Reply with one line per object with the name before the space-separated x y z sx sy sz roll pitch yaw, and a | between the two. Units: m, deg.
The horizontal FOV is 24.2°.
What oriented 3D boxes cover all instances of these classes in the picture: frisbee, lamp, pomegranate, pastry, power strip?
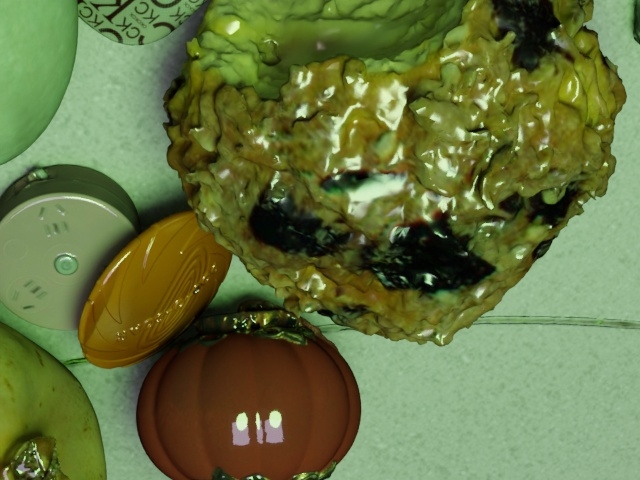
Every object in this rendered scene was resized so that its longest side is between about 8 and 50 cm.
frisbee | -0.151 0.054 1.450 0.192 0.035 0.192 -36 151 -24
lamp | -0.072 0.163 1.487 0.226 0.227 0.227 -4 117 -8
pomegranate | -0.340 0.215 1.402 0.319 0.319 0.319 -4 117 -8
pastry | 0.071 -0.079 1.333 0.405 0.292 0.337 -15 125 14
power strip | -0.248 0.005 1.447 0.154 0.078 0.154 -4 118 -7

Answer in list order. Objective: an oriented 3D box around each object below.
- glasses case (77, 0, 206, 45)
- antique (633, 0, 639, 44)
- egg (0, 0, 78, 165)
glasses case | -0.088 -0.320 1.308 0.354 0.085 0.137 -43 116 11
antique | 0.398 -0.222 1.443 0.183 0.086 0.088 -7 116 -7
egg | -0.333 -0.219 1.219 0.258 0.258 0.352 -19 109 0
